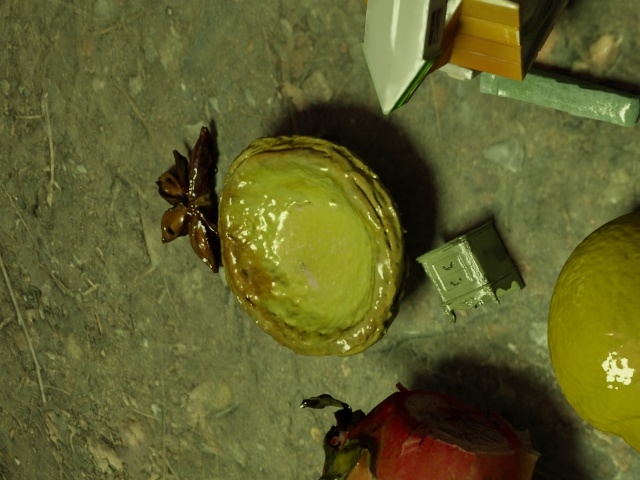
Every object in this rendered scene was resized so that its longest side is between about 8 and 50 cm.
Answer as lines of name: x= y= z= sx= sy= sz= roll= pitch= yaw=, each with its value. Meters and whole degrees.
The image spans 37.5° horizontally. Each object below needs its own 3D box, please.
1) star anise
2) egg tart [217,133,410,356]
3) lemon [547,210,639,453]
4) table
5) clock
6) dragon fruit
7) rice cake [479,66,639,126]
star anise: x=-0.190 y=-0.051 z=1.330 sx=0.157 sy=0.053 sz=0.213 roll=0 pitch=108 yaw=42
egg tart: x=0.000 y=0.000 z=1.130 sx=0.294 sy=0.123 sz=0.294 roll=14 pitch=112 yaw=38
lemon: x=0.295 y=0.081 z=0.846 sx=0.186 sy=0.186 sz=0.244 roll=-16 pitch=62 yaw=45
table: x=0.164 y=0.036 z=1.031 sx=0.079 sy=0.062 sz=0.083 roll=-30 pitch=86 yaw=46
clock: x=0.131 y=-0.271 z=0.821 sx=0.166 sy=0.235 sz=0.310 roll=23 pitch=126 yaw=26
dragon fruit: x=0.103 y=0.322 z=1.044 sx=0.250 sy=0.269 sz=0.291 roll=-124 pitch=50 yaw=-67
rice cake: x=0.231 y=-0.144 z=0.920 sx=0.170 sy=0.029 sz=0.033 roll=22 pitch=124 yaw=35
